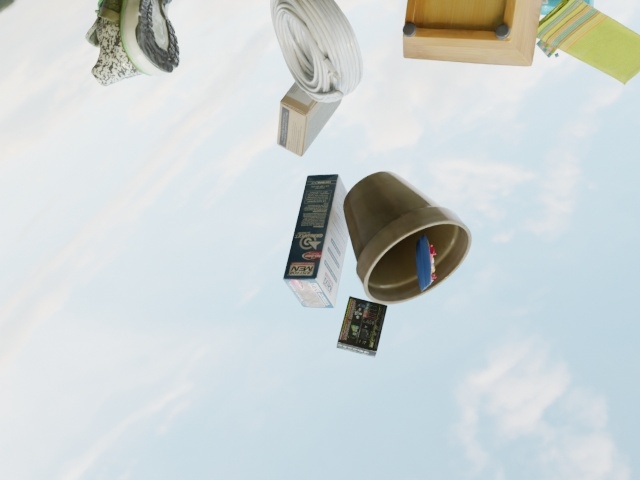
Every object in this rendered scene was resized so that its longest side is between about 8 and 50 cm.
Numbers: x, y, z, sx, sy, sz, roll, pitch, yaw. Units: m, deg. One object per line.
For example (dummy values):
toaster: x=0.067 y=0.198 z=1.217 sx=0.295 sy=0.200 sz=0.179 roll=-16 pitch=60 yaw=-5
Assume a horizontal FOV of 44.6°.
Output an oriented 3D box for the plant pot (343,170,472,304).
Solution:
plant pot: x=0.202 y=-0.030 z=2.139 sx=0.323 sy=0.323 sz=0.280 roll=-36 pitch=-125 yaw=6

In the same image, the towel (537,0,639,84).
towel: x=0.498 y=-0.355 z=1.400 sx=0.102 sy=0.237 sz=0.021 roll=-40 pitch=-142 yaw=49

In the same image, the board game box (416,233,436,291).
board game box: x=0.281 y=0.057 z=2.017 sx=0.033 sy=0.133 sz=0.168 roll=-3 pitch=167 yaw=-6

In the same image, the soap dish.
soap dish: x=0.256 y=-0.446 z=1.301 sx=0.229 sy=0.291 sz=0.118 roll=11 pitch=-172 yaw=25

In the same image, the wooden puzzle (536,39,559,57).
wooden puzzle: x=0.570 y=-0.491 z=1.946 sx=0.049 sy=0.083 sz=0.006 roll=-48 pitch=-168 yaw=-2

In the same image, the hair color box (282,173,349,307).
hair color box: x=0.000 y=0.000 z=2.218 sx=0.105 sy=0.174 sz=0.347 roll=-1 pitch=-122 yaw=21

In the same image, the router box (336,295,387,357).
router box: x=0.094 y=0.195 z=1.761 sx=0.092 sy=0.038 sz=0.122 roll=15 pitch=-119 yaw=4

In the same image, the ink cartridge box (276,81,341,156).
ink cartridge box: x=-0.022 y=-0.374 z=2.104 sx=0.234 sy=0.088 sz=0.193 roll=-56 pitch=168 yaw=-28

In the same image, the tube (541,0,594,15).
tube: x=0.676 y=-0.663 z=2.198 sx=0.207 sy=0.080 sz=0.052 roll=0 pitch=-174 yaw=-8

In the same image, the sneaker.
sneaker: x=-0.402 y=-0.467 z=1.557 sx=0.182 sy=0.158 sz=0.410 roll=-22 pitch=-128 yaw=16

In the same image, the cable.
cable: x=-0.012 y=-0.408 z=1.598 sx=0.089 sy=0.257 sz=0.257 roll=-27 pitch=-171 yaw=-14
